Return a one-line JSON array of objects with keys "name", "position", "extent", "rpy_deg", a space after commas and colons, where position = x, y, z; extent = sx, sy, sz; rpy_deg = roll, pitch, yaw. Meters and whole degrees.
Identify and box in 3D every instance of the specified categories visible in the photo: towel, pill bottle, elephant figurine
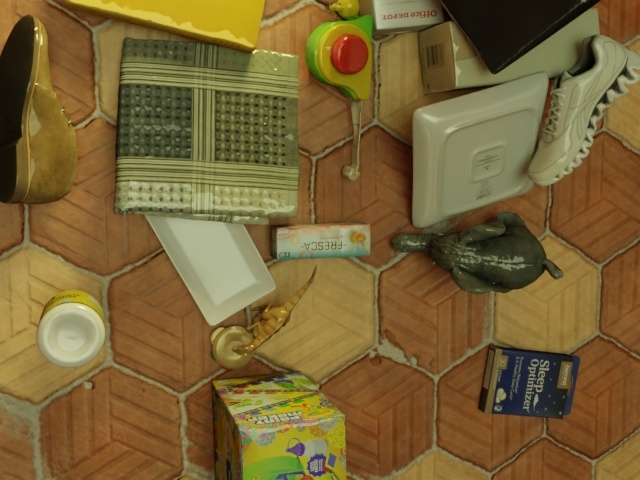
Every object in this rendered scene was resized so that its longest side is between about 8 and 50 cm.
[{"name": "towel", "position": [-0.190, -0.188, 1.368], "extent": [0.324, 0.056, 0.312], "rpy_deg": [2, 83, -16]}, {"name": "pill bottle", "position": [-0.406, 0.138, 1.282], "extent": [0.103, 0.184, 0.103], "rpy_deg": [-2, 96, -17]}, {"name": "elephant figurine", "position": [0.289, 0.031, 1.478], "extent": [0.239, 0.186, 0.170], "rpy_deg": [2, 60, -29]}]

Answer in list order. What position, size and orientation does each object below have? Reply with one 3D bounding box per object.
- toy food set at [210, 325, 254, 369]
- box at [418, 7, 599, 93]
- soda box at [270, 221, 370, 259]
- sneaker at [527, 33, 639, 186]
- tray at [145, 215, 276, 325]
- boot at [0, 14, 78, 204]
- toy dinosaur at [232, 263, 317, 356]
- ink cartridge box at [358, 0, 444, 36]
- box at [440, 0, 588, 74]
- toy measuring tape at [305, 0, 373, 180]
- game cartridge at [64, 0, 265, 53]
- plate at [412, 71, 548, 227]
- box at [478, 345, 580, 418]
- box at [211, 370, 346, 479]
[{"name": "toy food set", "position": [-0.162, 0.198, 1.448], "extent": [0.083, 0.020, 0.083], "rpy_deg": [-6, 98, -16]}, {"name": "box", "position": [0.358, -0.356, 1.481], "extent": [0.311, 0.148, 0.121], "rpy_deg": [-10, 98, -17]}, {"name": "soda box", "position": [0.000, 0.000, 1.456], "extent": [0.183, 0.058, 0.063], "rpy_deg": [-2, 97, -16]}, {"name": "sneaker", "position": [0.457, -0.238, 1.431], "extent": [0.118, 0.110, 0.292], "rpy_deg": [27, 100, -24]}, {"name": "tray", "position": [-0.203, 0.006, 1.410], "extent": [0.145, 0.030, 0.270], "rpy_deg": [-31, 103, -12]}, {"name": "boot", "position": [-0.464, -0.211, 1.290], "extent": [0.115, 0.112, 0.306], "rpy_deg": [2, 91, -47]}, {"name": "toy dinosaur", "position": [-0.071, 0.134, 1.420], "extent": [0.064, 0.112, 0.211], "rpy_deg": [43, 83, -16]}, {"name": "ink cartridge box", "position": [0.140, -0.481, 1.435], "extent": [0.139, 0.082, 0.191], "rpy_deg": [-11, 97, -15]}, {"name": "box", "position": [0.376, -0.624, 1.301], "extent": [0.479, 0.297, 0.472], "rpy_deg": [-36, 92, -18]}, {"name": "toy measuring tape", "position": [0.027, -0.273, 1.413], "extent": [0.121, 0.121, 0.330], "rpy_deg": [-1, 106, -17]}, {"name": "game cartridge", "position": [-0.242, -0.492, 1.321], "extent": [0.323, 0.052, 0.286], "rpy_deg": [11, 89, -17]}, {"name": "plate", "position": [0.303, -0.155, 1.466], "extent": [0.277, 0.045, 0.278], "rpy_deg": [-19, 134, -14]}, {"name": "box", "position": [0.446, 0.299, 1.636], "extent": [0.225, 0.036, 0.137], "rpy_deg": [8, 94, -19]}, {"name": "box", "position": [-0.078, 0.410, 1.362], "extent": [0.176, 0.279, 0.290], "rpy_deg": [-4, 98, -16]}]
